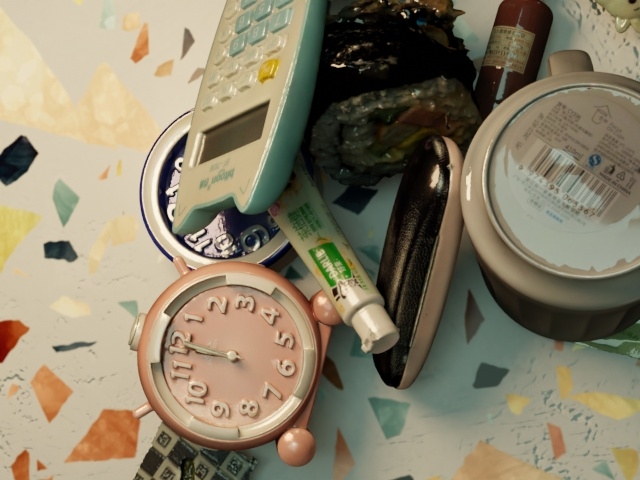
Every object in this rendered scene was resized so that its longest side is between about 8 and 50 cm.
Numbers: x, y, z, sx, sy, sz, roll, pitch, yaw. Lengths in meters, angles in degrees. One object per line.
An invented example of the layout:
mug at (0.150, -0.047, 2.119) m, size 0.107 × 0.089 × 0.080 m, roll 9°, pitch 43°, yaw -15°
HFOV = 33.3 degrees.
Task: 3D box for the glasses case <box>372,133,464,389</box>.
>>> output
glasses case at (0.110, 0.029, 1.231) m, size 0.075 × 0.122 × 0.314 m, roll 7°, pitch 118°, yaw -7°

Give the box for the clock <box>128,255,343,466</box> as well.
clock at (-0.109, 0.137, 1.283) m, size 0.241 × 0.142 × 0.227 m, roll 14°, pitch 84°, yaw -7°

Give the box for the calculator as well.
calculator at (-0.076, -0.198, 1.249) m, size 0.054 × 0.256 × 0.386 m, roll 17°, pitch 74°, yaw -29°

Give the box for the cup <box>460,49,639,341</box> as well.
cup at (0.277, -0.065, 1.152) m, size 0.237 × 0.327 × 0.322 m, roll -3°, pitch 77°, yaw 11°

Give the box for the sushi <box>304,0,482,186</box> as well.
sushi at (0.072, -0.201, 1.278) m, size 0.239 × 0.225 × 0.218 m, roll 5°, pitch 56°, yaw -4°

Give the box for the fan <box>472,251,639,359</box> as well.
fan at (0.299, 0.057, 1.298) m, size 0.240 × 0.009 × 0.131 m, roll 32°, pitch 88°, yaw 16°

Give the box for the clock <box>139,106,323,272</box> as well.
clock at (-0.113, -0.062, 1.377) m, size 0.231 × 0.083 × 0.230 m, roll -1°, pitch 84°, yaw 14°

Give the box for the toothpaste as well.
toothpaste at (0.000, 0.000, 1.252) m, size 0.058 × 0.056 × 0.314 m, roll -12°, pitch 53°, yaw -32°

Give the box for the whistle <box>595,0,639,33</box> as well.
whistle at (0.346, -0.358, 1.301) m, size 0.102 × 0.106 × 0.253 m, roll -31°, pitch 76°, yaw -10°

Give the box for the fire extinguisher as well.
fire extinguisher at (0.230, -0.240, 1.329) m, size 0.099 × 0.071 × 0.231 m, roll 11°, pitch 84°, yaw 36°

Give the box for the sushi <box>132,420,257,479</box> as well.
sushi at (-0.175, 0.331, 1.359) m, size 0.139 × 0.031 × 0.201 m, roll 28°, pitch 92°, yaw 15°
